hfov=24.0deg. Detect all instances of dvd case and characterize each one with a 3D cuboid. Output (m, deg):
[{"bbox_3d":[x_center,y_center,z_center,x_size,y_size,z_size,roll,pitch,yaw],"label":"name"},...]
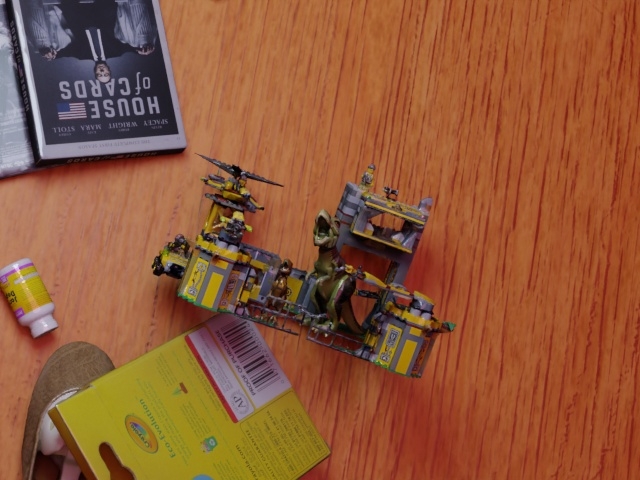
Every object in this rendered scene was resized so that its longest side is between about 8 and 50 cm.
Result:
[{"bbox_3d":[-0.260,-0.209,1.725,0.179,0.029,0.239,-7,78,-27],"label":"dvd case"},{"bbox_3d":[-0.360,-0.181,1.709,0.164,0.018,0.221,-14,82,-19],"label":"dvd case"}]

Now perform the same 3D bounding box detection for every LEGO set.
[{"bbox_3d":[0.000,0.000,1.645,0.331,0.255,0.192,20,96,-3],"label":"LEGO set"}]

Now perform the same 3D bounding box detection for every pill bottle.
[{"bbox_3d":[-0.319,0.064,1.649,0.043,0.043,0.083,-27,85,-20],"label":"pill bottle"}]

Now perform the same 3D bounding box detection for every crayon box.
[{"bbox_3d":[-0.144,0.209,1.564,0.318,0.081,0.202,-26,84,-55],"label":"crayon box"}]

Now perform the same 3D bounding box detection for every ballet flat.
[{"bbox_3d":[-0.267,0.267,1.574,0.116,0.124,0.342,15,73,-11],"label":"ballet flat"}]
